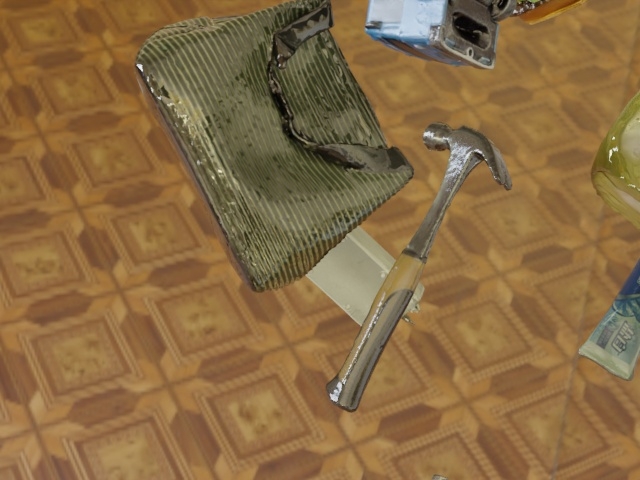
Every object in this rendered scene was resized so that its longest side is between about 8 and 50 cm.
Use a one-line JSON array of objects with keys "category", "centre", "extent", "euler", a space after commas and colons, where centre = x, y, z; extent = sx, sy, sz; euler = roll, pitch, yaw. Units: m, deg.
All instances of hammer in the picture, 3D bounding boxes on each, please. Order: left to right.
[{"category": "hammer", "centre": [0.059, 0.019, 0.711], "extent": [0.078, 0.021, 0.201], "euler": [22, 84, 47]}]

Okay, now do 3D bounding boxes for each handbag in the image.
[{"category": "handbag", "centre": [-0.057, -0.126, 1.314], "extent": [0.240, 0.247, 0.341], "euler": [-29, 99, -8]}]

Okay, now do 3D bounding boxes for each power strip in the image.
[{"category": "power strip", "centre": [0.000, 0.000, 1.579], "extent": [0.367, 0.106, 0.043], "euler": [43, 31, -6]}]

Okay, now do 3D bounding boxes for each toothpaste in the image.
[{"category": "toothpaste", "centre": [0.436, 0.067, 1.496], "extent": [0.069, 0.047, 0.268], "euler": [45, 64, -20]}]

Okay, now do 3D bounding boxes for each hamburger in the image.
[{"category": "hamburger", "centre": [0.275, -0.333, 1.358], "extent": [0.137, 0.087, 0.166], "euler": [-23, 22, 25]}]

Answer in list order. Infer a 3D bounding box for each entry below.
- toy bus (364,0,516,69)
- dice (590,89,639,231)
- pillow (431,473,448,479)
[{"category": "toy bus", "centre": [0.129, -0.301, 1.153], "extent": [0.133, 0.234, 0.116], "euler": [8, -3, 39]}, {"category": "dice", "centre": [0.499, -0.089, 1.377], "extent": [0.238, 0.233, 0.227], "euler": [41, 95, 24]}, {"category": "pillow", "centre": [0.198, 0.415, 1.316], "extent": [0.169, 0.059, 0.255], "euler": [6, 69, -5]}]
